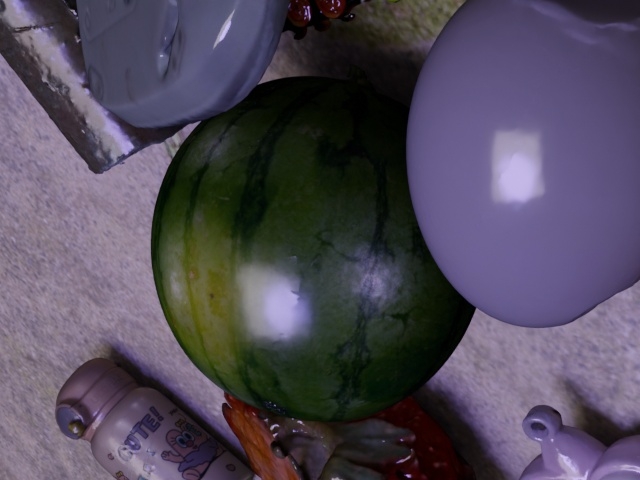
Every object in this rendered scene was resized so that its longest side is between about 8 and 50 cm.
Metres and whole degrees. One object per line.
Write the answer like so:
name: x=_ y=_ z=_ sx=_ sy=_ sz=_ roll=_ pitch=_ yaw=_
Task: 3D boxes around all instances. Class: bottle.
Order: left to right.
bottle: x=-0.179 y=0.210 z=1.576 sx=0.209 sy=0.110 sz=0.097 roll=39 pitch=126 yaw=10

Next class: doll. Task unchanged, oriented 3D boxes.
doll: x=0.275 y=0.267 z=1.182 sx=0.365 sy=0.094 sz=0.160 roll=48 pitch=142 yaw=-3

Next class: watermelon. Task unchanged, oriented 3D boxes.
watermelon: x=-0.001 y=0.005 z=1.091 sx=0.242 sy=0.242 sz=0.242 roll=27 pitch=140 yaw=25

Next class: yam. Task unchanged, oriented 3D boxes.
yam: x=-0.218 y=-0.173 z=1.256 sx=0.259 sy=0.106 sz=0.106 roll=54 pitch=144 yaw=-9

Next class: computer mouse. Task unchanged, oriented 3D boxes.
computer mouse: x=-0.094 y=-0.178 z=1.074 sx=0.331 sy=0.095 sz=0.197 roll=179 pitch=88 yaw=-68

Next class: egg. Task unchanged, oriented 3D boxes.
egg: x=0.138 y=-0.051 z=0.935 sx=0.176 sy=0.176 sz=0.232 roll=24 pitch=123 yaw=29

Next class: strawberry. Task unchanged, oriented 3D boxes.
strawberry: x=0.054 y=0.232 z=1.338 sx=0.253 sy=0.150 sz=0.280 roll=33 pitch=150 yaw=53

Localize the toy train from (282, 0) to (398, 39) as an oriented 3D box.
toy train: x=0.035 y=-0.190 z=1.026 sx=0.250 sy=0.053 sz=0.085 roll=-8 pitch=109 yaw=50
